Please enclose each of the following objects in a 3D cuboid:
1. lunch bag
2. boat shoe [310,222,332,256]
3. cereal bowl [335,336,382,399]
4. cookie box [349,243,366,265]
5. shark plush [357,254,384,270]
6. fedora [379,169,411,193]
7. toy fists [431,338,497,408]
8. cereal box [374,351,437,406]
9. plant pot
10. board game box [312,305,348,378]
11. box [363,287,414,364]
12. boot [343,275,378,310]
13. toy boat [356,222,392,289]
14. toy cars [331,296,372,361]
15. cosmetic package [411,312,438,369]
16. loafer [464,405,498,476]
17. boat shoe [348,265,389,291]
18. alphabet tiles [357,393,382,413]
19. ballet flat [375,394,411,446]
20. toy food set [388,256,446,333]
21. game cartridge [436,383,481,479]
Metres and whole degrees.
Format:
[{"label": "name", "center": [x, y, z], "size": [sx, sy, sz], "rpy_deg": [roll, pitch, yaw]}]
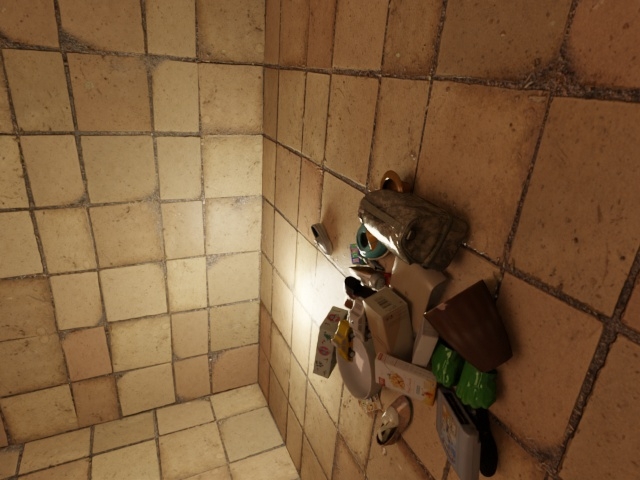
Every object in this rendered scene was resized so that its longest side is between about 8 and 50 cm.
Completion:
[{"label": "lunch bag", "center": [0.294, -0.052, 1.389], "size": [0.212, 0.256, 0.305], "rpy_deg": [-63, 32, 13]}, {"label": "boat shoe", "center": [0.000, -0.001, 2.313], "size": [0.079, 0.081, 0.227], "rpy_deg": [115, 142, -49]}, {"label": "cereal bowl", "center": [0.207, 0.565, 1.926], "size": [0.339, 0.141, 0.339], "rpy_deg": [173, 90, -66]}, {"label": "cookie box", "center": [0.185, 0.068, 1.974], "size": [0.092, 0.040, 0.107], "rpy_deg": [-7, 91, 65]}, {"label": "shark plush", "center": [0.235, 0.084, 1.860], "size": [0.067, 0.073, 0.161], "rpy_deg": [-54, 34, 14]}, {"label": "fedora", "center": [0.303, -0.188, 1.607], "size": [0.194, 0.079, 0.194], "rpy_deg": [171, 90, -74]}, {"label": "toy fists", "center": [0.477, 0.450, 1.367], "size": [0.279, 0.096, 0.142], "rpy_deg": [30, 110, 62]}, {"label": "cereal box", "center": [0.327, 0.533, 1.563], "size": [0.240, 0.047, 0.173], "rpy_deg": [15, 136, 25]}, {"label": "plant pot", "center": [0.469, 0.272, 1.240], "size": [0.230, 0.215, 0.215], "rpy_deg": [59, 149, 17]}, {"label": "board game box", "center": [0.056, 0.535, 2.154], "size": [0.097, 0.224, 0.303], "rpy_deg": [15, 116, 16]}, {"label": "box", "center": [0.282, 0.362, 1.626], "size": [0.148, 0.121, 0.311], "rpy_deg": [38, 149, 57]}, {"label": "boot", "center": [0.203, 0.319, 1.879], "size": [0.264, 0.096, 0.280], "rpy_deg": [32, 152, 24]}, {"label": "toy boat", "center": [0.242, 0.045, 1.713], "size": [0.267, 0.148, 0.318], "rpy_deg": [135, 125, -60]}, {"label": "toy cars", "center": [0.129, 0.403, 1.786], "size": [0.176, 0.087, 0.394], "rpy_deg": [66, 150, 31]}, {"label": "cosmetic package", "center": [0.383, 0.376, 1.487], "size": [0.239, 0.060, 0.099], "rpy_deg": [91, -163, -46]}, {"label": "loafer", "center": [0.525, 0.652, 1.339], "size": [0.078, 0.076, 0.223], "rpy_deg": [137, 127, -67]}, {"label": "boat shoe", "center": [0.216, 0.180, 1.864], "size": [0.277, 0.098, 0.096], "rpy_deg": [19, 113, 62]}, {"label": "alphabet tiles", "center": [0.231, 0.776, 2.085], "size": [0.237, 0.009, 0.198], "rpy_deg": [125, 133, -55]}, {"label": "ballet flat", "center": [0.314, 0.811, 1.793], "size": [0.107, 0.106, 0.316], "rpy_deg": [-128, 39, -49]}, {"label": "toy food set", "center": [0.370, 0.195, 1.567], "size": [0.220, 0.092, 0.306], "rpy_deg": [-127, 31, -45]}, {"label": "game cartridge", "center": [0.457, 0.652, 1.376], "size": [0.297, 0.062, 0.198], "rpy_deg": [-99, 12, -79]}]
